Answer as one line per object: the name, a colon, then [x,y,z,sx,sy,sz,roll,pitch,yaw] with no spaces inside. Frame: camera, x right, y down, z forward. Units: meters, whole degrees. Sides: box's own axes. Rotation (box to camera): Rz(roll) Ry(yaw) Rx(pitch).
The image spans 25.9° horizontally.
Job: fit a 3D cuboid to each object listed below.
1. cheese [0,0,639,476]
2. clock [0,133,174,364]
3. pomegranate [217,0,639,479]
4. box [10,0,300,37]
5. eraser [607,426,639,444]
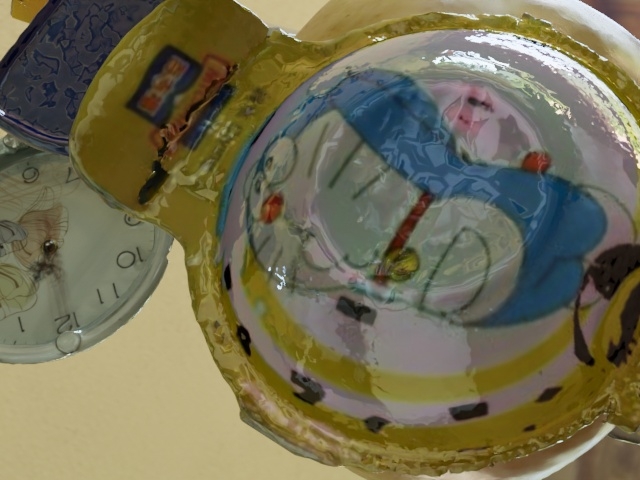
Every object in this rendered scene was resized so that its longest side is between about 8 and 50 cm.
cheese: [0.002,-0.019,0.428,0.157,0.250,0.064,-57,-24,-16]
clock: [-0.235,0.006,1.207,0.236,0.236,0.053,-57,-21,-20]
pomegranate: [0.058,-0.018,0.852,0.342,0.342,0.343,-16,-68,-45]
box: [-0.123,-0.164,1.080,0.247,0.129,0.033,-2,-72,-47]
eraser: [0.259,-0.032,0.956,0.061,0.089,0.352,138,145,-85]
